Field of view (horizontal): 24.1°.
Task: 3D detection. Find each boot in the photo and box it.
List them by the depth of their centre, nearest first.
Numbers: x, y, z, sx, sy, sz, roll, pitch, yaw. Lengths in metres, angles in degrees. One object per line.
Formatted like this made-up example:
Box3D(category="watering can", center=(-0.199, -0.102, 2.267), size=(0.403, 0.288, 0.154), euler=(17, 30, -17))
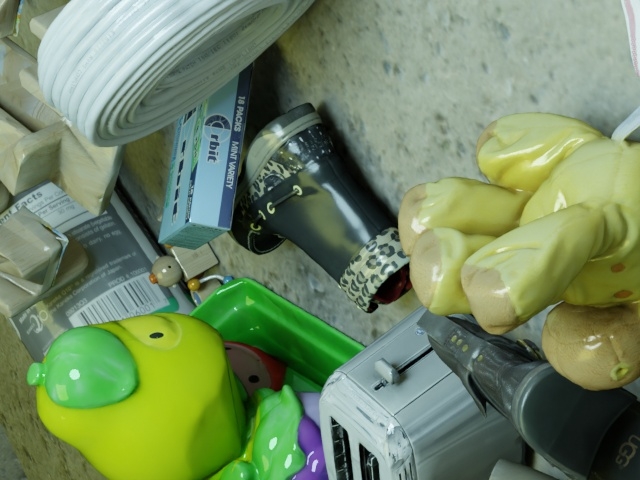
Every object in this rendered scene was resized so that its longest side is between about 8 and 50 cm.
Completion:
Box3D(category="boot", center=(0.202, 0.143, 1.112), size=(0.263, 0.091, 0.229), euler=(41, 177, -13))
Box3D(category="boot", center=(-0.001, 0.000, 1.358), size=(0.178, 0.085, 0.236), euler=(51, 156, 14))

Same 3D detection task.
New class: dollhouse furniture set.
Box3D(category="dollhouse furniture set", center=(-0.346, -0.197, 1.638), size=(0.394, 0.256, 0.362), euler=(37, 131, 17))

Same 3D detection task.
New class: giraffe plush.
Box3D(category="giraffe plush", center=(0.177, 0.018, 0.951), size=(0.170, 0.210, 0.181), euler=(56, -170, -31))

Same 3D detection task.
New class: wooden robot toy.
Box3D(category="wooden robot toy", center=(-0.159, 0.038, 1.708), size=(0.173, 0.079, 0.076), euler=(60, 156, 4))

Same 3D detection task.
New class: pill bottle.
Box3D(category="pill bottle", center=(-0.315, 0.016, 1.837), size=(0.361, 0.204, 0.204), euler=(55, 155, 14))

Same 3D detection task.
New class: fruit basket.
Box3D(category="fruit basket", center=(-0.100, 0.162, 1.473), size=(0.392, 0.283, 0.392), euler=(43, 164, 16))

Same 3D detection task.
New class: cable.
Box3D(category="cable", center=(-0.100, -0.175, 1.147), size=(0.089, 0.257, 0.257), euler=(54, 175, 3))

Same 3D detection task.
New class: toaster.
Box3D(category="toaster", center=(0.088, 0.169, 1.288), size=(0.129, 0.146, 0.227), euler=(41, 149, 39))

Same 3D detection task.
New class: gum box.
Box3D(category="gum box", center=(-0.108, -0.079, 1.396), size=(0.184, 0.041, 0.157), euler=(160, 119, -74))

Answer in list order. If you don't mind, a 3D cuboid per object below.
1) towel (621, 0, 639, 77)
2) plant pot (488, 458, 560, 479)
Box3D(category="towel", center=(0.226, -0.145, 0.821), size=(0.197, 0.029, 0.144), euler=(20, 133, 55))
Box3D(category="plant pot", center=(0.200, 0.329, 1.157), size=(0.191, 0.284, 0.284), euler=(12, 137, 13))
